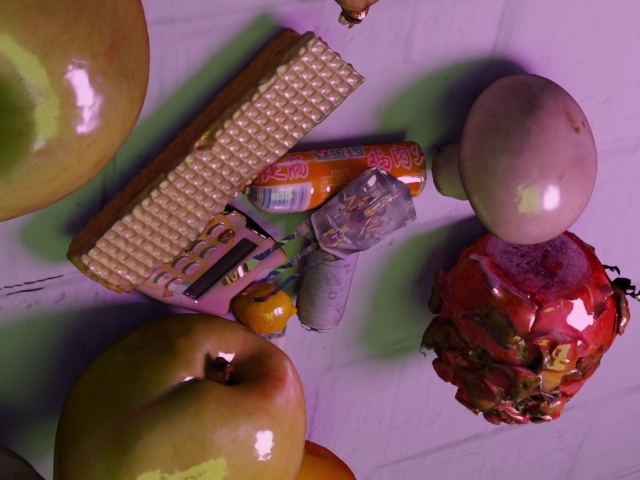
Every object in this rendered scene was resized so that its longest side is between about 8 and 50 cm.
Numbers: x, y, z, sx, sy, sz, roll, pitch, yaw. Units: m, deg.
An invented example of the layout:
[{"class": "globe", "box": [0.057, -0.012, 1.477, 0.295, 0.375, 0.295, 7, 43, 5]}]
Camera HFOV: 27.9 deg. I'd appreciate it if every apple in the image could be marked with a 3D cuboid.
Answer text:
[{"class": "apple", "box": [-0.303, -0.163, 1.001, 0.338, 0.305, 0.338, -16, 144, -12]}]

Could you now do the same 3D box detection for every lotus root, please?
[{"class": "lotus root", "box": [0.036, -0.275, 1.280, 0.072, 0.063, 0.152, -37, 145, -35]}]

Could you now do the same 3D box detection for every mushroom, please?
[{"class": "mushroom", "box": [0.224, -0.093, 1.541, 0.204, 0.204, 0.204, -17, 142, -14]}]

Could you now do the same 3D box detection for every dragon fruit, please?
[{"class": "dragon fruit", "box": [0.281, 0.120, 1.764, 0.269, 0.250, 0.291, -30, 142, -28]}]

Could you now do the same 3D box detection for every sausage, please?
[{"class": "sausage", "box": [0.007, -0.072, 1.499, 0.234, 0.071, 0.071, -8, 139, -25]}]

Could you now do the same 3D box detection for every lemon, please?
[{"class": "lemon", "box": [-0.070, 0.087, 1.647, 0.092, 0.065, 0.065, 2, 134, -27]}]

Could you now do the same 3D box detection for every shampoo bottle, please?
[{"class": "shampoo bottle", "box": [0.014, 0.023, 1.621, 0.072, 0.072, 0.214, -10, 140, -21]}]

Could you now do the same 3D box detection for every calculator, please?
[{"class": "calculator", "box": [-0.157, 0.009, 1.529, 0.157, 0.033, 0.236, -40, 139, 17]}]

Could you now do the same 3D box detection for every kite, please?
[{"class": "kite", "box": [0.001, 0.001, 1.519, 0.245, 0.015, 0.141, -32, 142, 9]}]

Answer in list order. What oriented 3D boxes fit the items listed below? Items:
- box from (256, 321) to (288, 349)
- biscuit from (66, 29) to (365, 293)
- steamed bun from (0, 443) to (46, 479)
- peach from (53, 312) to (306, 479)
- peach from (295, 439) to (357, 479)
[{"class": "box", "box": [-0.074, 0.119, 1.717, 0.054, 0.024, 0.083, -10, 140, -20]}, {"class": "biscuit", "box": [-0.122, -0.082, 1.396, 0.379, 0.054, 0.094, -42, 126, 16]}, {"class": "steamed bun", "box": [-0.476, 0.366, 1.573, 0.342, 0.255, 0.367, -4, 156, -20]}, {"class": "peach", "box": [-0.179, 0.240, 1.577, 0.314, 0.281, 0.315, -5, 147, -32]}, {"class": "peach", "box": [-0.097, 0.444, 1.851, 0.370, 0.370, 0.370, -17, 142, -14]}]
